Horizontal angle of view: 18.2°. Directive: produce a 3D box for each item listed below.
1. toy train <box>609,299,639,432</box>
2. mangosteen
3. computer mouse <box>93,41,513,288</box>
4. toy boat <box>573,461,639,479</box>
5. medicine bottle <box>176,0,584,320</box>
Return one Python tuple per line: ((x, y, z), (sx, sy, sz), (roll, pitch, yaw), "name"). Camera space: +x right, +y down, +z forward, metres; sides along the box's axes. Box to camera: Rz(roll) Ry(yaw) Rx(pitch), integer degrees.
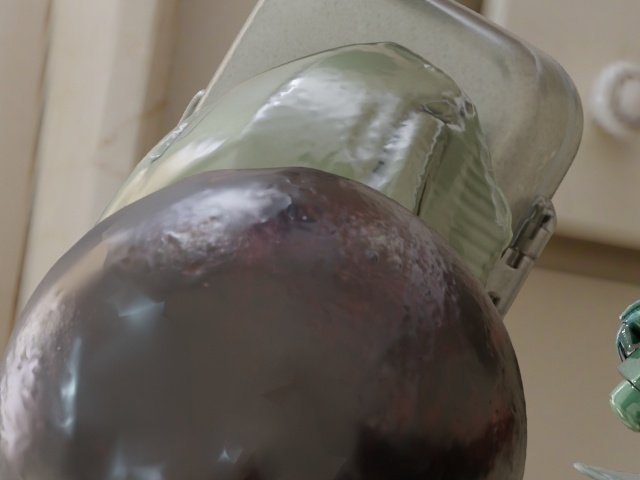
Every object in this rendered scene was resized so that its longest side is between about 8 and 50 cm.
((0.391, 0.083, 1.683), (0.298, 0.194, 0.120), (-43, 11, 3), "toy train")
((-0.026, 0.098, 0.805), (0.265, 0.228, 0.228), (-87, 19, -47), "mangosteen")
((-0.044, 0.056, 1.093), (0.228, 0.145, 0.429), (6, 66, 31), "computer mouse")
((0.151, 0.122, 0.716), (0.070, 0.210, 0.291), (-44, 39, 12), "toy boat")
((0.000, 0.000, 1.369), (0.282, 0.123, 0.375), (33, 98, 32), "medicine bottle")
